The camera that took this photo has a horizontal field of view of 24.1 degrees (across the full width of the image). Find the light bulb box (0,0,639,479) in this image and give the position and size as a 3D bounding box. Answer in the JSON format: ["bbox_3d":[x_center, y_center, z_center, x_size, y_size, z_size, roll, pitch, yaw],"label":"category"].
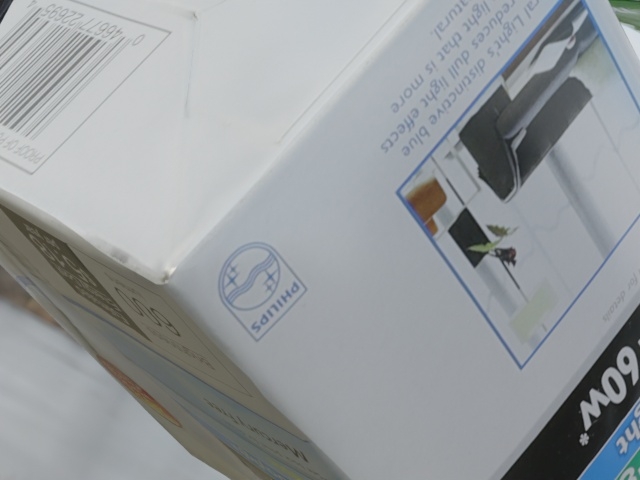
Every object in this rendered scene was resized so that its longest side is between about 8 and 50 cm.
[{"bbox_3d":[0.000,0.000,0.772,0.358,0.225,0.361,25,-22,50],"label":"light bulb box"}]

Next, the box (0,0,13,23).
[{"bbox_3d":[-0.105,-0.047,0.372,0.029,0.162,0.116,27,1,-21],"label":"box"}]

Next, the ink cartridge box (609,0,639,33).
[{"bbox_3d":[0.192,-0.155,0.752,0.209,0.109,0.062,16,1,-35],"label":"ink cartridge box"}]
